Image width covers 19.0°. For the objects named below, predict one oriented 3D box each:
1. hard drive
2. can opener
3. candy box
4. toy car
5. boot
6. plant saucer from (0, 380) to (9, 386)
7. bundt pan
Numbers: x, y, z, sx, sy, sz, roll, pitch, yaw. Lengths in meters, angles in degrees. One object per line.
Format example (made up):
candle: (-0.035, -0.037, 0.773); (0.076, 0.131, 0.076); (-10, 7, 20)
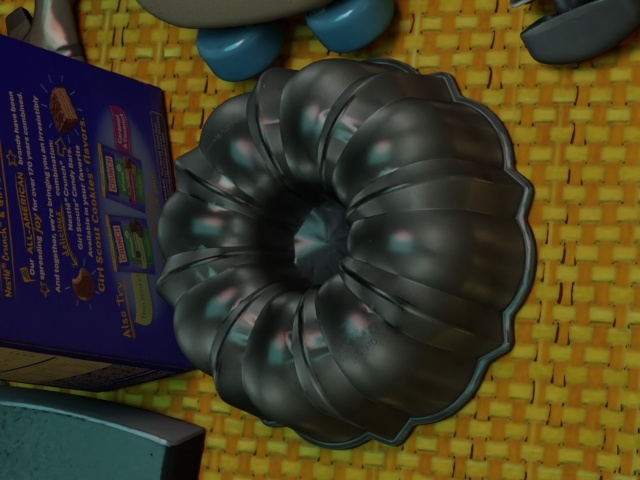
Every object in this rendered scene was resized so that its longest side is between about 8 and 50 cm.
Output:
hard drive: (-0.235, 0.217, 1.650); (0.254, 0.054, 0.172); (8, 85, 19)
can opener: (0.273, -0.220, 1.443); (0.283, 0.076, 0.095); (-22, 103, 27)
candy box: (-0.251, -0.023, 1.574); (0.122, 0.317, 0.268); (-17, 72, 28)
toy car: (-0.051, -0.300, 1.603); (0.210, 0.219, 0.238); (-12, 47, 30)
boot: (-0.240, -0.195, 1.767); (0.118, 0.042, 0.087); (-38, 70, 22)
plant saucer: (-0.377, 0.236, 1.773); (0.277, 0.041, 0.278); (-6, 79, 32)
bundt pan: (0.000, 0.000, 1.530); (0.330, 0.124, 0.331); (-7, 77, 31)
